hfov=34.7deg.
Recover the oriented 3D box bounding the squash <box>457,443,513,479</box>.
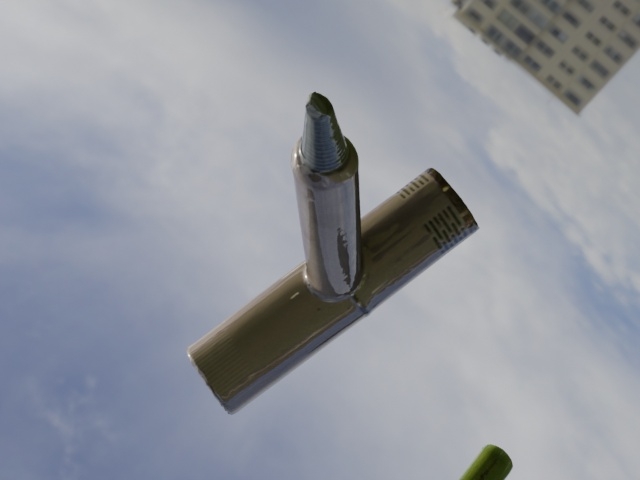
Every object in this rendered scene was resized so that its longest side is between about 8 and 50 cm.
[{"bbox_3d":[0.105,0.182,0.730,0.027,0.027,0.083,44,-125,8],"label":"squash"}]

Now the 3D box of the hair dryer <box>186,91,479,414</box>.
[{"bbox_3d":[-0.010,0.006,0.562,0.054,0.195,0.220,52,179,21],"label":"hair dryer"}]
